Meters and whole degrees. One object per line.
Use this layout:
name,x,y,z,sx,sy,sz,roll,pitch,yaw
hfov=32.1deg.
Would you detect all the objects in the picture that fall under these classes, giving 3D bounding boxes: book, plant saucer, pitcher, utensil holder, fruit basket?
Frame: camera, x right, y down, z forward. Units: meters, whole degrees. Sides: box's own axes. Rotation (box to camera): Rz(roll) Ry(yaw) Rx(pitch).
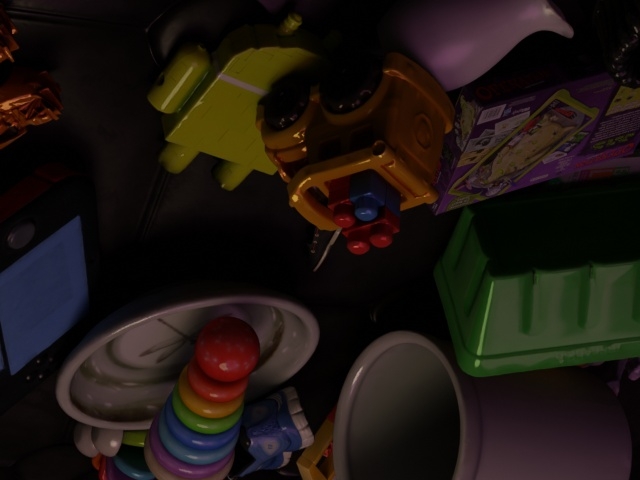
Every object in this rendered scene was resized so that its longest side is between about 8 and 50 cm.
book,0.405,-0.095,1.666,0.144,0.035,0.096,-5,140,-9
plant saucer,-0.204,0.154,1.673,0.400,0.100,0.400,-15,151,-9
pitcher,0.164,-0.274,1.286,0.207,0.125,0.178,-22,107,12
utensil holder,0.265,0.333,1.820,0.385,0.327,0.327,13,134,-35
fruit basket,0.365,0.096,1.710,0.392,0.283,0.392,-5,134,-5

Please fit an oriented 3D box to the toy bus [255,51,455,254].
toy bus,0.030,-0.081,1.272,0.220,0.211,0.149,-14,145,35

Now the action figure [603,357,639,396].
action figure,0.616,0.139,1.950,0.248,0.276,0.370,4,158,-18

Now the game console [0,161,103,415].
game console,-0.415,0.105,1.423,0.342,0.060,0.386,-47,160,-34

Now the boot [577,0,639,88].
boot,0.307,-0.348,1.112,0.131,0.260,0.348,-17,143,1

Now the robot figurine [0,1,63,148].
robot figurine,-0.449,-0.149,1.231,0.291,0.085,0.211,-21,142,6

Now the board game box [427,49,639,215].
board game box,0.309,-0.154,1.461,0.347,0.056,0.208,-17,144,-25

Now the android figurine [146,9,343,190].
android figurine,-0.081,-0.170,1.365,0.248,0.056,0.273,15,133,-34

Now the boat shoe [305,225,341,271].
boat shoe,0.001,-0.001,1.625,0.042,0.049,0.133,26,145,0

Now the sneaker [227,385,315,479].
sneaker,-0.122,0.328,1.869,0.147,0.130,0.330,-16,164,-19

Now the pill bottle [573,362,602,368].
pill bottle,0.442,0.181,1.982,0.152,0.086,0.086,13,134,-33

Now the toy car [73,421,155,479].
toy car,-0.320,0.358,1.856,0.159,0.136,0.182,13,163,-32

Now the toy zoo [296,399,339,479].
toy zoo,0.054,0.345,1.942,0.293,0.030,0.192,-54,146,-18

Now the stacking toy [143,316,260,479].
stacking toy,-0.162,0.229,1.601,0.141,0.141,0.330,0,141,-20
